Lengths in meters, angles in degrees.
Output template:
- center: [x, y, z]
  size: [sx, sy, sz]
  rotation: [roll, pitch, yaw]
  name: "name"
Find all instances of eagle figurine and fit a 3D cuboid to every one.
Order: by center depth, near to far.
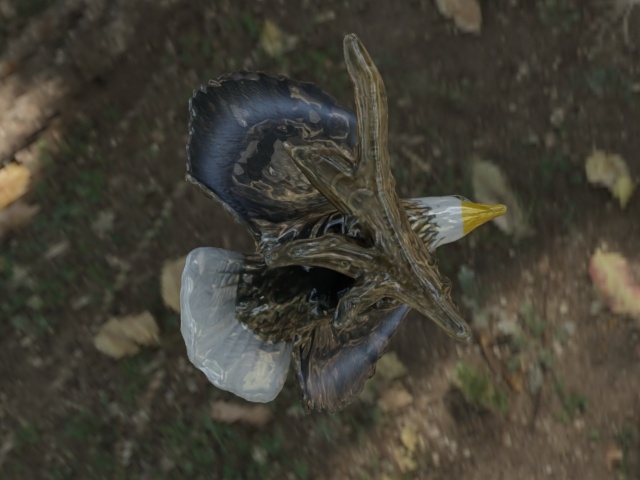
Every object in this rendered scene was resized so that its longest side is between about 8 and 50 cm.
- center: [0.011, 0.001, 1.222]
  size: [0.225, 0.298, 0.226]
  rotation: [20, 87, -16]
  name: "eagle figurine"
